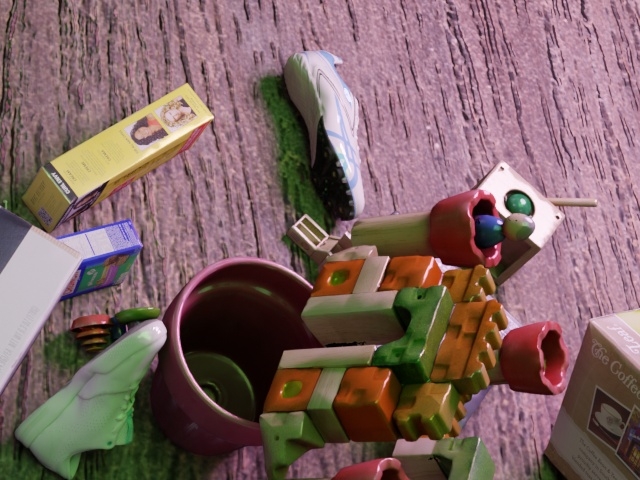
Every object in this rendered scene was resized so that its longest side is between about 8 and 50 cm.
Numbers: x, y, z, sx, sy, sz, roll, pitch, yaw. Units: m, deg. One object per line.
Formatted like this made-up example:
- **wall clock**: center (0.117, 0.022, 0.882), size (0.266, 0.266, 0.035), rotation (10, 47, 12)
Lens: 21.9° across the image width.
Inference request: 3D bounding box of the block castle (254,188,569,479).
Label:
- **block castle**: center (0.124, 0.188, 1.711), size (0.303, 0.213, 0.453), rotation (59, 38, -34)

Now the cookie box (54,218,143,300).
- **cookie box**: center (-0.264, 0.025, 1.850), size (0.107, 0.092, 0.040), rotation (-16, 68, -31)

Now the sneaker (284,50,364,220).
- **sneaker**: center (0.022, -0.137, 2.086), size (0.086, 0.085, 0.237), rotation (-6, 67, -24)

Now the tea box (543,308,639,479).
- **tea box**: center (0.502, 0.244, 1.952), size (0.324, 0.220, 0.329), rotation (-7, 37, -30)

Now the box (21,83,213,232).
- **box**: center (-0.236, -0.098, 1.938), size (0.232, 0.087, 0.058), rotation (-36, 84, -37)

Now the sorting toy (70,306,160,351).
- **sorting toy**: center (-0.226, 0.103, 1.846), size (0.102, 0.061, 0.042), rotation (-9, 80, -1)

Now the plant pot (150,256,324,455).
- **plant pot**: center (-0.097, 0.146, 1.809), size (0.201, 0.180, 0.201), rotation (12, 58, -20)

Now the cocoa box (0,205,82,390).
- **cocoa box**: center (-0.432, 0.127, 1.622), size (0.228, 0.231, 0.347), rotation (32, 53, -6)

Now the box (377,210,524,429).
- **box**: center (0.118, 0.104, 2.015), size (0.233, 0.059, 0.183), rotation (41, 53, -1)

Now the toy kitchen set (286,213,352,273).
- **toy kitchen set**: center (0.000, 0.000, 1.998), size (0.075, 0.083, 0.068), rotation (44, 53, 2)

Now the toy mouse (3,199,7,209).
- **toy mouse**: center (-0.388, -0.002, 1.824), size (0.143, 0.031, 0.161), rotation (31, 36, -28)

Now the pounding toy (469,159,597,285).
- **pounding toy**: center (0.250, -0.030, 2.104), size (0.130, 0.141, 0.100), rotation (41, 53, 0)

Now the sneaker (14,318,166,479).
- **sneaker**: center (-0.220, 0.169, 1.737), size (0.094, 0.212, 0.080), rotation (48, 22, 0)
